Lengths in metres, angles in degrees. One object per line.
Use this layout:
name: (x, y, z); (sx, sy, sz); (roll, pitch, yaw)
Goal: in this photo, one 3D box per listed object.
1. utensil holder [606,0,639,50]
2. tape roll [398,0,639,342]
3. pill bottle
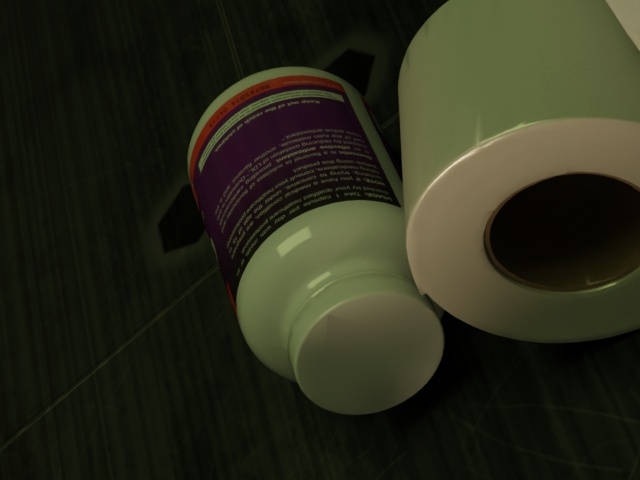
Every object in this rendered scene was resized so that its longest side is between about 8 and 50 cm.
utensil holder: (0.395, -0.273, 1.353); (0.385, 0.327, 0.328); (-34, 38, 25)
tape roll: (0.182, -0.063, 1.476); (0.246, 0.246, 0.169); (-30, 40, 29)
pill bottle: (0.000, 0.000, 1.681); (0.181, 0.181, 0.323); (-42, 35, 14)
